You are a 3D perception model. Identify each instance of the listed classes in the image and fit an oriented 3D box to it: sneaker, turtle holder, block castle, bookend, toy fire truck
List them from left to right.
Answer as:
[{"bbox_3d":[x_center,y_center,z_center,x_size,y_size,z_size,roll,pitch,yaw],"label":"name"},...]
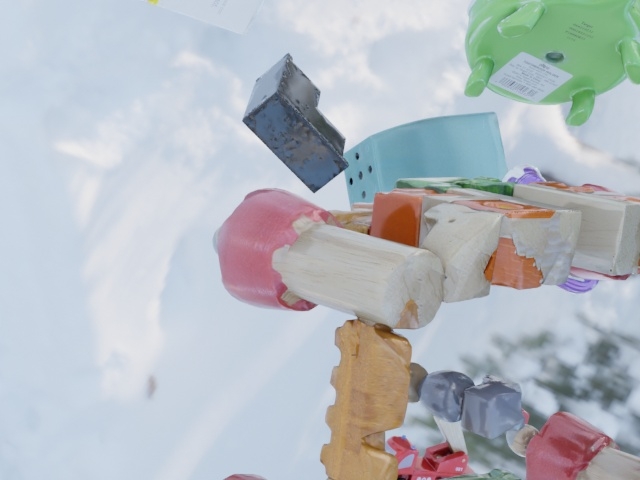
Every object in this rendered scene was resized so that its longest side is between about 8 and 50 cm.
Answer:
[{"bbox_3d":[-0.030,-0.178,1.954,0.072,0.156,0.157,-37,-159,23],"label":"bookend"},{"bbox_3d":[0.173,0.268,1.731,0.192,0.047,0.135,9,106,-27],"label":"toy fire truck"},{"bbox_3d":[0.116,0.104,1.017,0.453,0.213,0.303,-3,103,-41],"label":"block castle"},{"bbox_3d":[0.256,-0.005,1.443,0.068,0.170,0.071,-37,-162,2],"label":"sneaker"},{"bbox_3d":[0.321,-0.328,1.744,0.320,0.243,0.227,85,13,-61],"label":"turtle holder"}]

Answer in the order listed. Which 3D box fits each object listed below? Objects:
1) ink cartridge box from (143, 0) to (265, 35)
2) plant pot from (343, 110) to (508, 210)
[{"bbox_3d":[-0.157,-0.359,1.442,0.119,0.353,0.207,-53,-150,42],"label":"ink cartridge box"},{"bbox_3d":[0.166,-0.112,2.163,0.234,0.165,0.166,-2,76,-28],"label":"plant pot"}]
